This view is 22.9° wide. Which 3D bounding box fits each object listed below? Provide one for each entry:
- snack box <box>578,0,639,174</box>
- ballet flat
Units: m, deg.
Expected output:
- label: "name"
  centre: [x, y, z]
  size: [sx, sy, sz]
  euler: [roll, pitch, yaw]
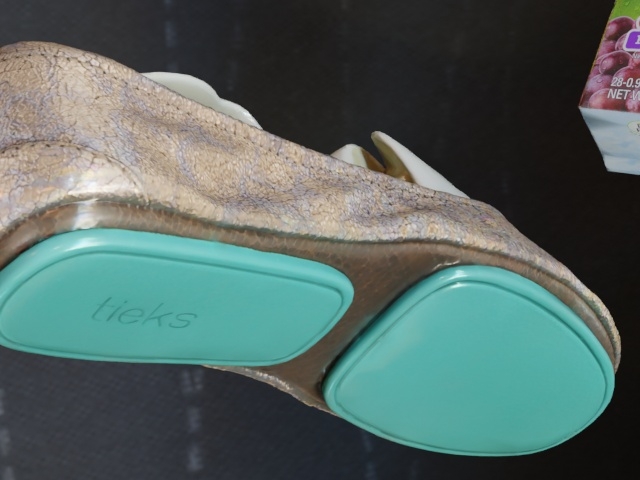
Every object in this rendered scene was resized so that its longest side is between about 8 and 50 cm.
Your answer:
- label: "snack box"
  centre: [0.244, -0.126, 0.787]
  size: [0.174, 0.070, 0.207]
  euler: [9, 64, 29]
- label: "ballet flat"
  centre: [0.000, 0.000, 0.573]
  size: [0.107, 0.316, 0.106]
  euler: [-40, 53, 24]
